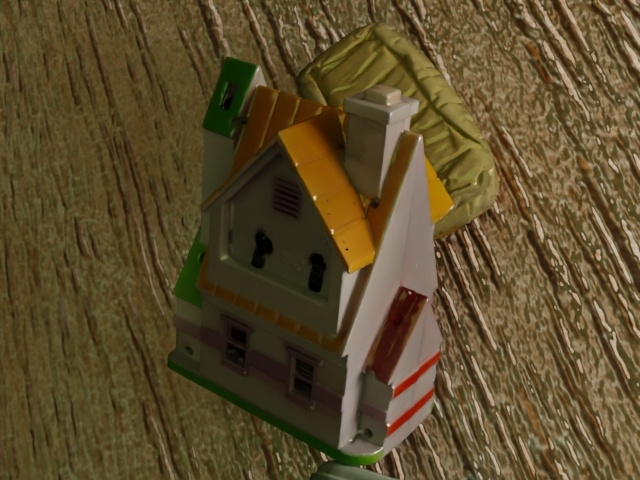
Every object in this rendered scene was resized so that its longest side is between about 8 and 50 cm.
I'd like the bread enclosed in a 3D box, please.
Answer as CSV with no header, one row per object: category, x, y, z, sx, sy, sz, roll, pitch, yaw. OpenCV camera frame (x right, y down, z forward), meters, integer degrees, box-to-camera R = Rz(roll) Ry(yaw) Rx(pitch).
bread,0.079,-0.104,0.918,0.140,0.106,0.236,-35,65,5

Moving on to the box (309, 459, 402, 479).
box,0.101,0.308,0.750,0.312,0.175,0.182,12,69,23

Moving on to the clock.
clock,0.000,0.000,0.801,0.235,0.166,0.309,22,123,30
